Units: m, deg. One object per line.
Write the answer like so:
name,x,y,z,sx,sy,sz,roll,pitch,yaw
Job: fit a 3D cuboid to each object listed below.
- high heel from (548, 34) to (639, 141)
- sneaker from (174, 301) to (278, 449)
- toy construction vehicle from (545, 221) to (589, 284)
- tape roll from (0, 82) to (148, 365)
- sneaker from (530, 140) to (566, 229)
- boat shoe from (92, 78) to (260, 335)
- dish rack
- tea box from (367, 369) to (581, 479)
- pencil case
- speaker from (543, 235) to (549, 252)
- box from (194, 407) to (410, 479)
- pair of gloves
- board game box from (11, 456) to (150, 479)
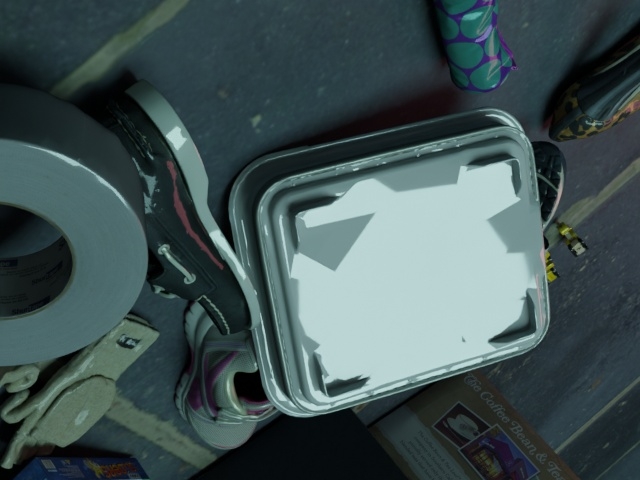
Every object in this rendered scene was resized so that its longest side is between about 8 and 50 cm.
high heel,0.396,-0.201,1.273,0.261,0.093,0.186,-20,165,-49
sneaker,-0.094,0.166,1.129,0.103,0.111,0.252,-24,143,-25
toy construction vehicle,0.341,0.016,1.480,0.086,0.035,0.098,-38,145,14
tape roll,-0.239,-0.006,0.750,0.219,0.072,0.219,-7,131,-8
sneaker,0.233,-0.017,1.291,0.122,0.110,0.283,-31,152,-49
boat shoe,-0.137,-0.007,0.904,0.091,0.114,0.302,-34,134,-14
dish rack,0.090,0.028,1.033,0.333,0.072,0.285,-15,107,-17
tea box,0.250,0.428,1.578,0.220,0.329,0.323,-30,143,-17
pencil case,0.150,-0.213,0.993,0.070,0.064,0.151,-16,147,6
speaker,0.267,0.049,1.414,0.055,0.055,0.136,-12,137,-37
box,-0.016,0.441,1.429,0.294,0.212,0.395,-33,146,-13
pair of gloves,-0.285,0.136,0.968,0.204,0.042,0.240,-54,150,9
board game box,-0.290,0.293,1.107,0.136,0.035,0.201,-43,158,7
